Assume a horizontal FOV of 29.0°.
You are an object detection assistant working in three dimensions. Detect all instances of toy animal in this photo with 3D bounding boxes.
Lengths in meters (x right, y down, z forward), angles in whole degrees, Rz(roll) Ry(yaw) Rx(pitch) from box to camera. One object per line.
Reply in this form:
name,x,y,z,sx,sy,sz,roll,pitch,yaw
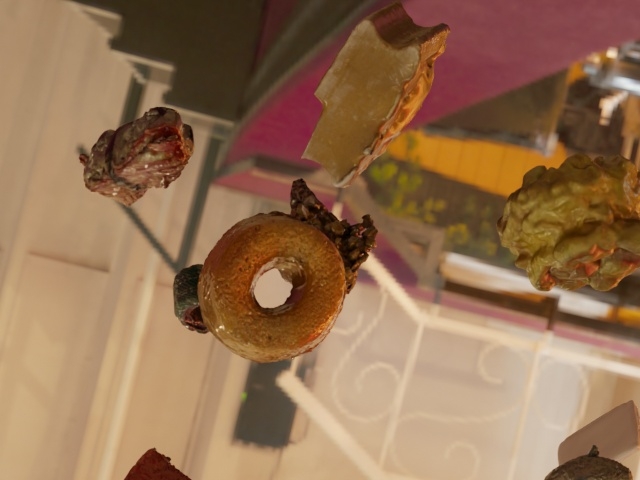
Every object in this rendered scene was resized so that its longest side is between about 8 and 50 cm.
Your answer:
toy animal,0.293,0.335,1.633,0.252,0.070,0.079,-22,119,29

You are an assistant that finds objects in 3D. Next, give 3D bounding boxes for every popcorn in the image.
popcorn,0.303,-0.014,1.443,0.197,0.156,0.197,-16,168,-4

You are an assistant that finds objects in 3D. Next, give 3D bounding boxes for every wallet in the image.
wallet,0.492,0.364,2.182,0.032,0.183,0.124,38,-148,-19

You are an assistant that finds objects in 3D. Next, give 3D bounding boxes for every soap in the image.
soap,0.085,-0.231,1.931,0.143,0.259,0.281,28,-162,3

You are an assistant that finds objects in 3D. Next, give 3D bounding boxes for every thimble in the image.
thimble,-0.218,0.114,2.349,0.118,0.090,0.135,-17,143,13

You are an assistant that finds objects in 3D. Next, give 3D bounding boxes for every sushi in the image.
sushi,0.002,0.002,2.518,0.166,0.179,0.296,27,-156,-15
sushi,-0.325,-0.150,2.223,0.124,0.130,0.332,26,148,-31

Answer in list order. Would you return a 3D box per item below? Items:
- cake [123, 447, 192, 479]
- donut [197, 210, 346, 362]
cake,-0.216,0.465,1.892,0.262,0.158,0.159,30,-134,27
donut,-0.077,0.081,2.190,0.277,0.278,0.108,14,171,-12
